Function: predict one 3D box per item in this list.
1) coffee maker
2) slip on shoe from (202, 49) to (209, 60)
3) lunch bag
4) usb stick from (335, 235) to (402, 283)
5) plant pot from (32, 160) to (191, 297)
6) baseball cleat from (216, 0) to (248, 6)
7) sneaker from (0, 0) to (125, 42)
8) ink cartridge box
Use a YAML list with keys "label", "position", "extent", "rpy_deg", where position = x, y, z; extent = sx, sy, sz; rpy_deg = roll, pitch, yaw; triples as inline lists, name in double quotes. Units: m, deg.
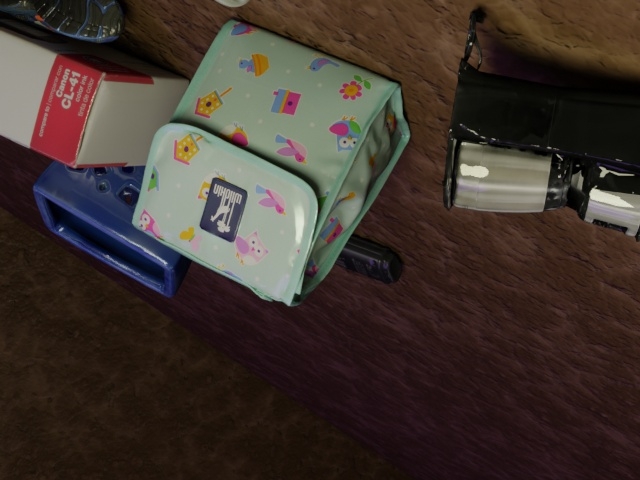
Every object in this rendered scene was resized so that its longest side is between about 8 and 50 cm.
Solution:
- label: "coffee maker"
  position: [0.201, -0.096, 0.997]
  extent: [0.178, 0.171, 0.120]
  rpy_deg: [8, -160, 9]
- label: "slip on shoe"
  position: [-0.111, -0.186, 1.443]
  extent: [0.041, 0.051, 0.135]
  rpy_deg: [13, 155, 14]
- label: "lunch bag"
  position: [-0.058, -0.078, 1.280]
  extent: [0.223, 0.262, 0.160]
  rpy_deg: [25, 164, 18]
- label: "usb stick"
  position: [0.000, 0.000, 1.827]
  extent: [0.278, 0.045, 0.077]
  rpy_deg: [21, 155, 30]
- label: "plant pot"
  position: [-0.269, -0.075, 1.759]
  extent: [0.236, 0.212, 0.236]
  rpy_deg: [29, 165, 0]
- label: "baseball cleat"
  position: [-0.147, -0.296, 1.116]
  extent: [0.109, 0.072, 0.206]
  rpy_deg: [23, 161, 46]
- label: "sneaker"
  position: [-0.316, -0.291, 1.450]
  extent: [0.221, 0.083, 0.087]
  rpy_deg: [26, 178, 32]
- label: "ink cartridge box"
  position: [-0.359, -0.206, 1.513]
  extent: [0.306, 0.131, 0.226]
  rpy_deg: [26, -165, 17]
